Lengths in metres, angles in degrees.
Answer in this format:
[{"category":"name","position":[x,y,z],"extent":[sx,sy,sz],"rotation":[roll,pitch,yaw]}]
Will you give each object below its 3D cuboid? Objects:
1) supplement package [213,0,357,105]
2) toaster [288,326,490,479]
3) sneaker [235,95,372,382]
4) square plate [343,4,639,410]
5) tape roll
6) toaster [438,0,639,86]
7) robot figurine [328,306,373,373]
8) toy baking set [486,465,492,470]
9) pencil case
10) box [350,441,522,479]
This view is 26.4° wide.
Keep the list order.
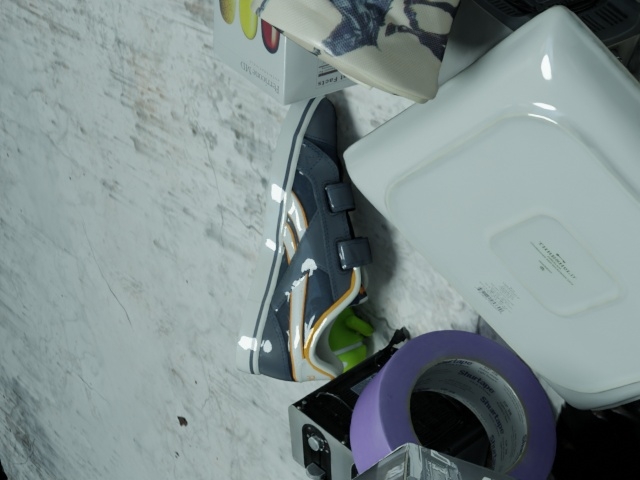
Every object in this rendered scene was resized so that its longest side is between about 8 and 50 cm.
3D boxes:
[{"category":"supplement package","position":[-0.016,-0.280,1.350],"extent":[0.139,0.134,0.244],"rotation":[38,137,42]},{"category":"toaster","position":[0.079,0.209,1.453],"extent":[0.168,0.186,0.110],"rotation":[34,137,34]},{"category":"sneaker","position":[0.000,0.000,1.499],"extent":[0.127,0.126,0.321],"rotation":[12,97,11]},{"category":"square plate","position":[0.204,0.008,1.118],"extent":[0.347,0.049,0.344],"rotation":[45,149,-8]},{"category":"tape roll","position":[0.129,0.188,1.334],"extent":[0.189,0.189,0.080],"rotation":[59,147,18]},{"category":"toaster","position":[0.158,-0.176,1.143],"extent":[0.227,0.129,0.146],"rotation":[46,144,32]},{"category":"robot figurine","position":[0.013,0.108,1.588],"extent":[0.101,0.067,0.115],"rotation":[-22,87,29]},{"category":"toy baking set","position":[0.218,0.361,1.452],"extent":[0.197,0.030,0.256],"rotation":[-36,82,52]},{"category":"pencil case","position":[0.083,-0.305,1.008],"extent":[0.160,0.183,0.410],"rotation":[26,104,17]},{"category":"box","position":[0.147,0.302,1.259],"extent":[0.242,0.307,0.076],"rotation":[-46,29,50]}]
